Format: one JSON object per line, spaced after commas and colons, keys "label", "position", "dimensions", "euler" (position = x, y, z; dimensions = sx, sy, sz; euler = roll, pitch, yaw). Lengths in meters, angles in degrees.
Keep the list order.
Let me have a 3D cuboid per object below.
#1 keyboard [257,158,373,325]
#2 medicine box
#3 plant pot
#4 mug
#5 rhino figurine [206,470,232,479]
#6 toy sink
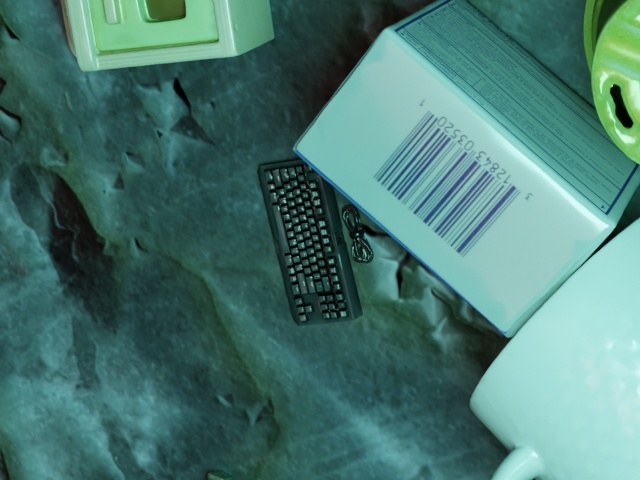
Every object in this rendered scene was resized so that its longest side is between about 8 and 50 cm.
{"label": "keyboard", "position": [0.000, 0.000, 1.926], "dimensions": [0.108, 0.023, 0.180], "euler": [-9, 104, 20]}
{"label": "medicine box", "position": [0.151, -0.082, 1.706], "dimensions": [0.263, 0.289, 0.149], "euler": [41, 112, 3]}
{"label": "plant pot", "position": [0.352, -0.168, 1.634], "dimensions": [0.276, 0.254, 0.276], "euler": [5, 107, 17]}
{"label": "mug", "position": [0.309, 0.201, 1.625], "dimensions": [0.374, 0.276, 0.328], "euler": [-40, 74, -17]}
{"label": "rhino figurine", "position": [-0.031, 0.349, 2.013], "dimensions": [0.243, 0.073, 0.106], "euler": [21, 107, 10]}
{"label": "toy sink", "position": [-0.184, -0.258, 1.851], "dimensions": [0.234, 0.131, 0.152], "euler": [-3, 104, 20]}
